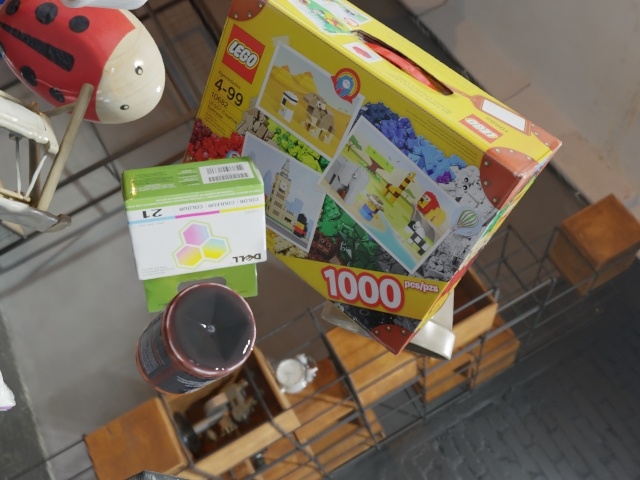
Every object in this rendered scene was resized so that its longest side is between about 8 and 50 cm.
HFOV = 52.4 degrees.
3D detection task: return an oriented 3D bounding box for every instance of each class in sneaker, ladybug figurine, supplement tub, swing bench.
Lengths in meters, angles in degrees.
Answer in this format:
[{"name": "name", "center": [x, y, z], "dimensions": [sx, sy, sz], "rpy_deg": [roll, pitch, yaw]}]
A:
[{"name": "sneaker", "center": [-0.873, 0.373, 1.717], "dimensions": [0.305, 0.114, 0.152], "rpy_deg": [131, -42, -65]}, {"name": "ladybug figurine", "center": [-0.592, -0.444, 1.542], "dimensions": [0.449, 0.305, 0.162], "rpy_deg": [25, 20, 5]}, {"name": "supplement tub", "center": [-0.157, 0.124, 0.766], "dimensions": [0.106, 0.106, 0.198], "rpy_deg": [61, -35, 5]}, {"name": "swing bench", "center": [-0.510, -0.158, 0.972], "dimensions": [0.253, 0.165, 0.255], "rpy_deg": [27, 63, -53]}]

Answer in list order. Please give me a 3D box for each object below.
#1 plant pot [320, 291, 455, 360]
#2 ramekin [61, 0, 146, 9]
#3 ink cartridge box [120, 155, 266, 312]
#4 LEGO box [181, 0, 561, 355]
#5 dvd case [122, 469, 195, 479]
[{"name": "plant pot", "center": [0.194, 0.108, 1.580], "dimensions": [0.323, 0.281, 0.323], "rpy_deg": [18, -11, 4]}, {"name": "ramekin", "center": [-0.400, -0.571, 1.216], "dimensions": [0.277, 0.135, 0.277], "rpy_deg": [7, -81, 51]}, {"name": "ink cartridge box", "center": [-0.177, 0.018, 0.958], "dimensions": [0.097, 0.188, 0.255], "rpy_deg": [-118, -157, -54]}, {"name": "LEGO box", "center": [0.051, -0.128, 1.046], "dimensions": [0.500, 0.193, 0.373], "rpy_deg": [38, -53, 16]}, {"name": "dvd case", "center": [-0.299, 0.536, 1.368], "dimensions": [0.238, 0.179, 0.030], "rpy_deg": [24, 50, -28]}]
